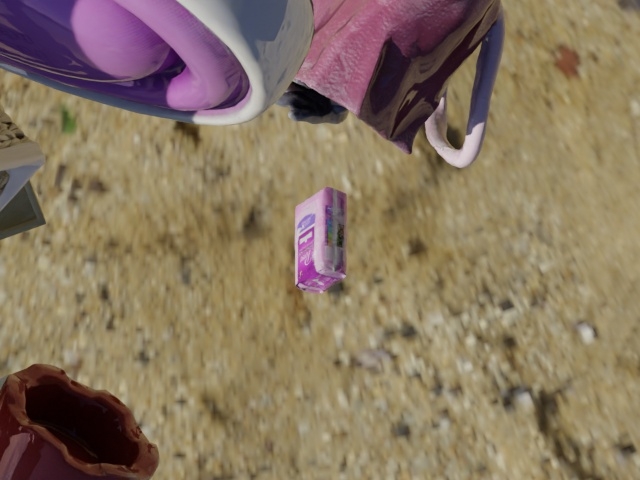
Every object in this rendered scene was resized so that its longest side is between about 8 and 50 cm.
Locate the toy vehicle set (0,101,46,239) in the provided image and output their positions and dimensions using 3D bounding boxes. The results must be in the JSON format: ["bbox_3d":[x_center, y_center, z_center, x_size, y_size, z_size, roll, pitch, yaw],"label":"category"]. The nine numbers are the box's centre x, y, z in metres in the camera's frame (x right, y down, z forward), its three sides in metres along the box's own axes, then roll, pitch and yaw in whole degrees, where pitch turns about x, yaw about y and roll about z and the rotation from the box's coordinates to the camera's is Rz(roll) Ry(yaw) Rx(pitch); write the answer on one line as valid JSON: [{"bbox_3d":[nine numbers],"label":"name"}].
[{"bbox_3d":[-0.413,-0.044,1.831,0.266,0.035,0.166,-19,127,-5],"label":"toy vehicle set"}]

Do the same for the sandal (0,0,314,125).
[{"bbox_3d":[-0.197,-0.089,0.613,0.169,0.416,0.102,48,60,-48],"label":"sandal"}]

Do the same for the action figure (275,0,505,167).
[{"bbox_3d":[0.122,-0.229,1.459,0.275,0.248,0.370,29,111,-30],"label":"action figure"}]

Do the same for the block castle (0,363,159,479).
[{"bbox_3d":[-0.304,0.052,0.824,0.303,0.453,0.213,42,109,24],"label":"block castle"}]

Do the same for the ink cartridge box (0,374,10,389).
[{"bbox_3d":[-0.238,0.277,1.527,0.129,0.223,0.307,-29,92,-1],"label":"ink cartridge box"}]

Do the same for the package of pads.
[{"bbox_3d":[0.000,0.000,1.687,0.032,0.083,0.050,13,153,-27],"label":"package of pads"}]

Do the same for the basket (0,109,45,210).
[{"bbox_3d":[-0.336,-0.064,1.662,0.113,0.167,0.103,-44,82,21],"label":"basket"}]
